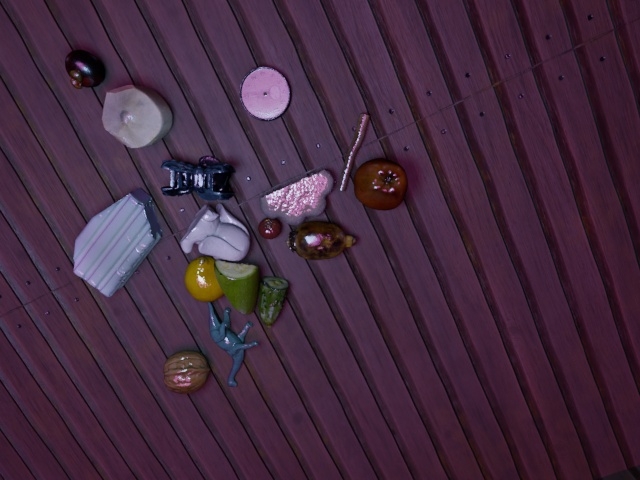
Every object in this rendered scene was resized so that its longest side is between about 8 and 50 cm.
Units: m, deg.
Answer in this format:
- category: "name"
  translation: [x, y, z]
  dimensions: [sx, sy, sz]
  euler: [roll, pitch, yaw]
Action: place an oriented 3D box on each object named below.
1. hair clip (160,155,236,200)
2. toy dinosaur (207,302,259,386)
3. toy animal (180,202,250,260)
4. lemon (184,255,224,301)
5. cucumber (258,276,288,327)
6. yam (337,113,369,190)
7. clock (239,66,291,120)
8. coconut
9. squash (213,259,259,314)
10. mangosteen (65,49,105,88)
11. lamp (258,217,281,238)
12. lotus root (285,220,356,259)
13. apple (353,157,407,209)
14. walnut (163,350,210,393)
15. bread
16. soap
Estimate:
- category: "hair clip"
  translation: [-0.493, -0.256, 1.789]
  dimensions: [0.310, 0.206, 0.195]
  euler: [7, 99, 5]
- category: "toy dinosaur"
  translation: [-0.473, 0.493, 2.038]
  dimensions: [0.383, 0.129, 0.331]
  euler: [38, 111, -6]
- category: "toy animal"
  translation: [-0.420, -0.012, 1.842]
  dimensions: [0.265, 0.272, 0.206]
  euler: [37, 128, -20]
- category: "lemon"
  translation: [-0.498, 0.169, 1.902]
  dimensions: [0.186, 0.187, 0.244]
  euler: [-7, 127, 4]
- category: "cucumber"
  translation: [-0.221, 0.289, 1.961]
  dimensions: [0.134, 0.134, 0.244]
  euler: [9, 109, 0]
- category: "yam"
  translation: [0.137, -0.367, 1.822]
  dimensions: [0.045, 0.045, 0.327]
  euler: [8, 108, -32]
- category: "clock"
  translation: [-0.226, -0.599, 1.776]
  dimensions: [0.214, 0.042, 0.215]
  euler: [1, 104, 2]
- category: "coconut"
  translation: [-0.730, -0.491, 1.714]
  dimensions: [0.244, 0.247, 0.245]
  euler: [1, 105, 2]
- category: "squash"
  translation: [-0.371, 0.227, 1.881]
  dimensions: [0.203, 0.111, 0.289]
  euler: [8, 133, -9]
- category: "mangosteen"
  translation: [-0.939, -0.672, 1.722]
  dimensions: [0.152, 0.152, 0.153]
  euler: [0, 104, 2]
- category: "lamp"
  translation: [-0.220, -0.054, 1.888]
  dimensions: [0.101, 0.090, 0.101]
  euler: [1, 65, -3]
- category: "lotus root"
  translation: [0.000, 0.000, 1.866]
  dimensions: [0.314, 0.141, 0.169]
  euler: [-2, 108, 1]
- category: "apple"
  translation: [0.243, -0.230, 1.764]
  dimensions: [0.234, 0.234, 0.234]
  euler: [0, 104, 2]
- category: "walnut"
  translation: [-0.621, 0.611, 2.019]
  dimensions: [0.213, 0.213, 0.213]
  euler: [0, 104, 2]
- category: "bread"
  translation: [-0.087, -0.171, 1.851]
  dimensions: [0.337, 0.102, 0.183]
  euler: [-22, 106, 5]
- category: "soap"
  translation: [-0.875, -0.004, 1.887]
  dimensions: [0.261, 0.156, 0.446]
  euler: [39, 102, -7]
